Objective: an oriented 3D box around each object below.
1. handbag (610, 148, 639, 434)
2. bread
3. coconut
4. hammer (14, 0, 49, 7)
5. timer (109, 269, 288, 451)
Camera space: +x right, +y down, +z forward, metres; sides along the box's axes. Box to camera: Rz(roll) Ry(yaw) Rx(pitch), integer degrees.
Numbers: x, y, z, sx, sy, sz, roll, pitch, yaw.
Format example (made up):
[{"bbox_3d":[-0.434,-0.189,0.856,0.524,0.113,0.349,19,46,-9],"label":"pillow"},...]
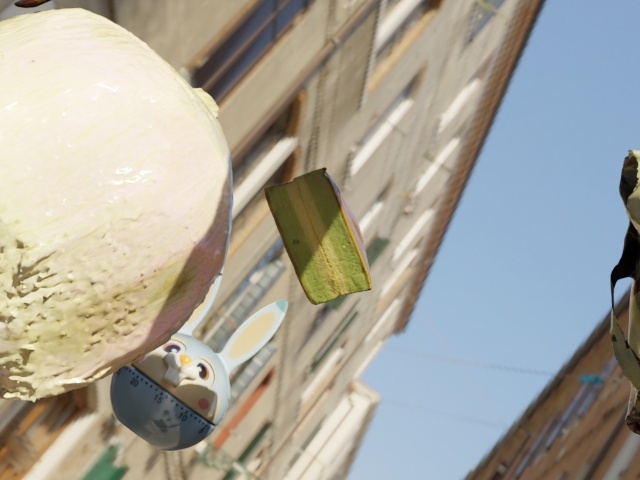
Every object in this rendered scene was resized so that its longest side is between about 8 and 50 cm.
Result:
[{"bbox_3d":[0.249,-0.020,0.678,0.127,0.235,0.213,17,-39,20],"label":"handbag"},{"bbox_3d":[-0.001,-0.002,1.096,0.139,0.074,0.084,59,17,-62],"label":"bread"},{"bbox_3d":[-0.264,-0.061,1.158,0.405,0.404,0.404,32,-24,16],"label":"coconut"},{"bbox_3d":[-0.226,-0.270,1.095,0.065,0.178,0.021,-159,-136,-89],"label":"hammer"},{"bbox_3d":[-0.173,0.162,1.419,0.175,0.255,0.175,33,13,-8],"label":"timer"}]
